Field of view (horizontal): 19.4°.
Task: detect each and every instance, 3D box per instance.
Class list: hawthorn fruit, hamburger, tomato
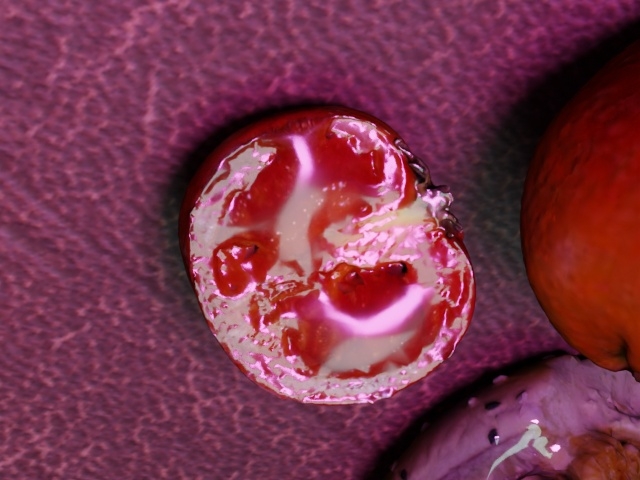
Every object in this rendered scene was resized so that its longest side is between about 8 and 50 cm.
[{"bbox_3d":[0.228,-0.036,0.930,0.224,0.224,0.261,28,97,-39],"label":"hawthorn fruit"},{"bbox_3d":[0.155,0.236,1.187,0.277,0.195,0.318,-37,133,24],"label":"hamburger"},{"bbox_3d":[0.000,0.000,0.960,0.139,0.091,0.159,-33,110,2],"label":"tomato"}]
